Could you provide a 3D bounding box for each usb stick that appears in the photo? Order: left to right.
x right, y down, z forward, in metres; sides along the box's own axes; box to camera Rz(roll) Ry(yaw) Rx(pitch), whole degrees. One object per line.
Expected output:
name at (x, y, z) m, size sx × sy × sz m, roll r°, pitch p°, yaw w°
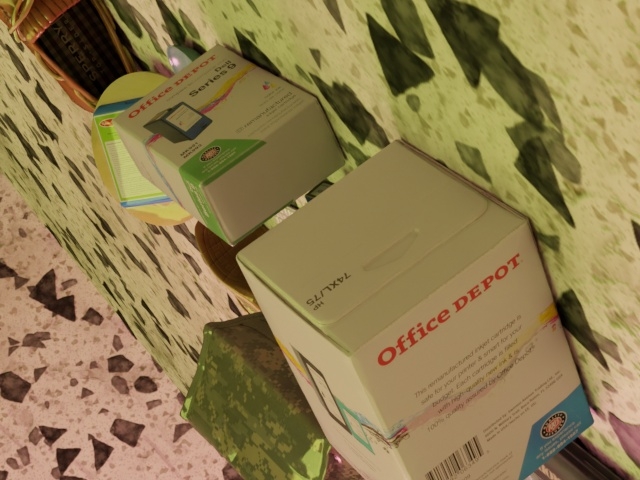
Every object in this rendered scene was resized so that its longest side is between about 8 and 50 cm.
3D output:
usb stick at (0.265, 0.242, 1.509) m, size 0.278 × 0.045 × 0.077 m, roll 40°, pitch 161°, yaw 44°

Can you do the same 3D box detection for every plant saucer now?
plant saucer at (-0.138, -0.186, 1.814) m, size 0.119 × 0.021 × 0.119 m, roll 48°, pitch 165°, yaw 17°

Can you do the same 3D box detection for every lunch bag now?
lunch bag at (0.030, 0.185, 1.751) m, size 0.235 × 0.287 × 0.169 m, roll 41°, pitch 125°, yaw 36°

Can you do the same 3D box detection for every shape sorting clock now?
shape sorting clock at (-0.216, -0.119, 1.993) m, size 0.206 × 0.040 × 0.206 m, roll 14°, pitch 117°, yaw 29°

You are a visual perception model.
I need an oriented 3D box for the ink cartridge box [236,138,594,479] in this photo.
ink cartridge box at (0.090, 0.091, 1.396) m, size 0.197 × 0.198 × 0.270 m, roll 38°, pitch 159°, yaw 48°

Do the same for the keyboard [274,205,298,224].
keyboard at (0.000, 0.000, 1.837) m, size 0.072 × 0.014 × 0.256 m, roll 60°, pitch 164°, yaw -25°

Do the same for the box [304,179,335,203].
box at (0.077, 0.042, 1.611) m, size 0.136 × 0.036 × 0.225 m, roll 20°, pitch 144°, yaw 50°

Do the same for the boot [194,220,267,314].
boot at (-0.067, 0.086, 2.102) m, size 0.262 × 0.095 × 0.203 m, roll 42°, pitch 164°, yaw 23°

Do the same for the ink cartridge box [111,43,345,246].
ink cartridge box at (-0.100, -0.106, 1.615) m, size 0.212 × 0.154 × 0.093 m, roll 35°, pitch 157°, yaw 52°

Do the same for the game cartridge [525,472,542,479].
game cartridge at (0.230, 0.264, 1.736) m, size 0.056 × 0.017 × 0.083 m, roll 59°, pitch 165°, yaw -8°

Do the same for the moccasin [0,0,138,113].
moccasin at (-0.359, -0.307, 1.985) m, size 0.147 × 0.139 × 0.380 m, roll 32°, pitch 155°, yaw 53°
